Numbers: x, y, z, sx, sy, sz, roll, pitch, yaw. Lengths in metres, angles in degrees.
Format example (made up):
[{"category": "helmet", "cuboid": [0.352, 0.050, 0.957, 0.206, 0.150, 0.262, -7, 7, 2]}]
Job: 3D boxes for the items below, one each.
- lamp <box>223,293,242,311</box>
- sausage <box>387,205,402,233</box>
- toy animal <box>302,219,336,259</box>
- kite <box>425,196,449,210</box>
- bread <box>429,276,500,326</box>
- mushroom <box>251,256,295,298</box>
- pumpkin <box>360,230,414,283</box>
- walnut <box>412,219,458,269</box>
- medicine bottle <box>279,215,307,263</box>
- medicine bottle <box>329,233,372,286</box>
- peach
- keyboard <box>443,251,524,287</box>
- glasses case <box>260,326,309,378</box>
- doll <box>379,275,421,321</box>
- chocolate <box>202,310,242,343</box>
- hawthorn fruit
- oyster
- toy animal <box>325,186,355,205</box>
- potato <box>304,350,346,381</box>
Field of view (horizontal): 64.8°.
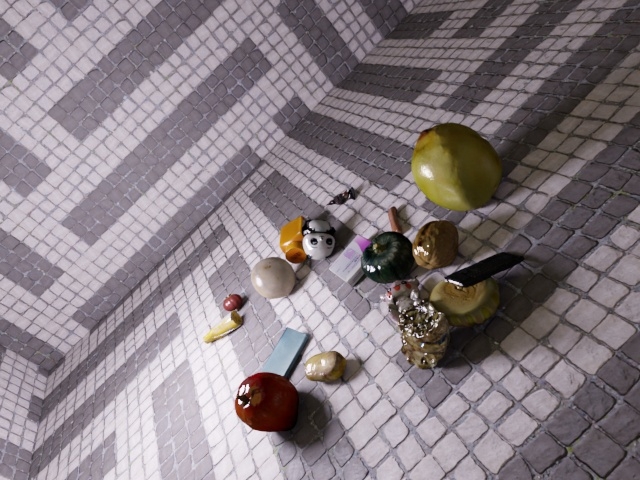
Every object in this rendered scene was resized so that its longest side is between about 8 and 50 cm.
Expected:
[{"category": "lamp", "cuboid": [-0.427, 0.304, 2.461, 0.101, 0.090, 0.101, -37, -4, -3]}, {"category": "sausage", "cuboid": [0.306, -0.083, 2.087, 0.043, 0.043, 0.186, -32, 32, 20]}, {"category": "toy animal", "cuboid": [0.000, 0.000, 2.264, 0.138, 0.166, 0.179, 103, 167, -44]}, {"category": "kite", "cuboid": [0.525, -0.202, 1.994, 0.250, 0.012, 0.229, -19, 41, 36]}, {"category": "bread", "cuboid": [0.435, 0.185, 1.523, 0.214, 0.104, 0.213, -22, 30, 14]}, {"category": "mushroom", "cuboid": [-0.215, 0.182, 2.288, 0.204, 0.204, 0.204, -31, 32, 22]}, {"category": "pumpkin", "cuboid": [0.247, 0.061, 1.866, 0.212, 0.152, 0.211, -18, 38, 14]}, {"category": "walnut", "cuboid": [0.403, 0.010, 1.749, 0.156, 0.155, 0.184, -3, 55, 50]}, {"category": "medicine bottle", "cuboid": [-0.114, 0.004, 2.424, 0.149, 0.112, 0.222, -31, 32, 22]}, {"category": "medicine bottle", "cuboid": [0.148, 0.080, 2.070, 0.201, 0.052, 0.171, -49, 30, -4]}, {"category": "peach", "cuboid": [0.485, -0.263, 1.827, 0.281, 0.316, 0.314, -42, 41, 29]}, {"category": "keyboard", "cuboid": [0.497, 0.084, 1.526, 0.263, 0.016, 0.106, -20, 20, -27]}, {"category": "glasses case", "cuboid": [-0.146, 0.473, 1.951, 0.105, 0.056, 0.266, 16, 62, 30]}, {"category": "doll", "cuboid": [0.286, 0.203, 1.700, 0.149, 0.095, 0.192, -31, 30, 12]}, {"category": "chocolate", "cuboid": [-0.469, 0.420, 2.387, 0.219, 0.086, 0.085, -37, 30, 21]}, {"category": "hawthorn fruit", "cuboid": [-0.197, 0.552, 1.728, 0.215, 0.250, 0.215, -16, 66, 40]}, {"category": "oyster", "cuboid": [0.298, 0.287, 1.508, 0.214, 0.084, 0.222, -149, 63, -64]}, {"category": "toy animal", "cuboid": [0.095, -0.208, 2.480, 0.105, 0.070, 0.203, -12, -6, -42]}, {"category": "potato", "cuboid": [0.017, 0.438, 1.749, 0.171, 0.080, 0.107, -20, 37, 28]}]
